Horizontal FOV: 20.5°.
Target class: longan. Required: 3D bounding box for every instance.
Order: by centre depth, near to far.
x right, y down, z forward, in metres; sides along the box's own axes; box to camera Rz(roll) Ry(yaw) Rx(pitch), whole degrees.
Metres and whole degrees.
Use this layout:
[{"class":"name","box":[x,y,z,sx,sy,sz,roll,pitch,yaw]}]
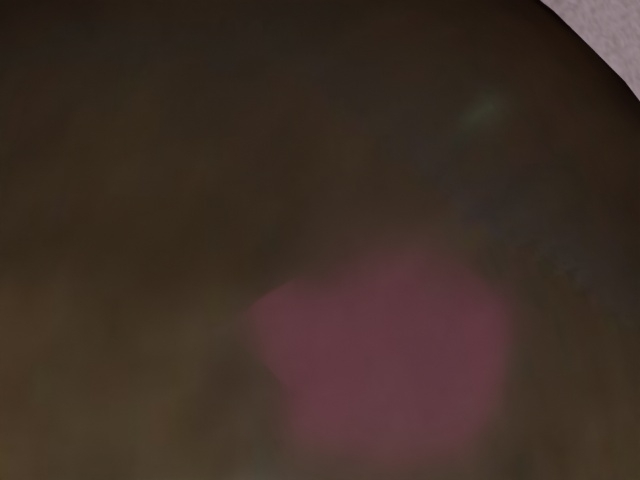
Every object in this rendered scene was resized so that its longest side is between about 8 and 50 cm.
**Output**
[{"class":"longan","box":[-0.021,0.054,0.509,0.319,0.319,0.319,21,53,-31]}]
